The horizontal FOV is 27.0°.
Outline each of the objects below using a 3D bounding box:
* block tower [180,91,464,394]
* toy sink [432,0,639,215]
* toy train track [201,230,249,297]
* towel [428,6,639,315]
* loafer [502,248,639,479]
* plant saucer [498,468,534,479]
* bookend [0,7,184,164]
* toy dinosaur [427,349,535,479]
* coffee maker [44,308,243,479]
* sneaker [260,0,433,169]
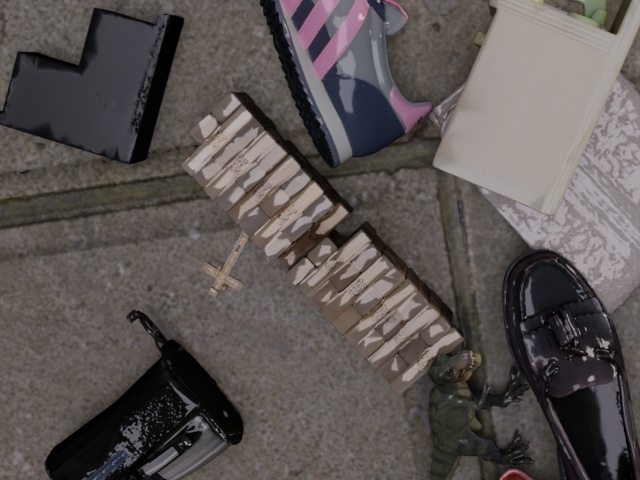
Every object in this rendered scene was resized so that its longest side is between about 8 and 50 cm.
[{"bbox_3d":[0.000,0.000,1.361,0.091,0.097,0.335,-43,90,10],"label":"block tower"},{"bbox_3d":[0.202,-0.158,1.243,0.131,0.153,0.234,24,99,4],"label":"toy sink"},{"bbox_3d":[-0.096,0.024,1.412,0.048,0.014,0.083,29,99,1],"label":"toy train track"},{"bbox_3d":[0.261,-0.079,1.346,0.187,0.049,0.282,-42,93,10],"label":"towel"},{"bbox_3d":[0.264,0.154,1.308,0.109,0.095,0.302,-19,97,-4],"label":"loafer"},{"bbox_3d":[0.226,0.401,1.412,0.259,0.048,0.258,35,100,-4],"label":"plant saucer"},{"bbox_3d":[-0.240,-0.175,1.368,0.157,0.072,0.156,16,98,4],"label":"bookend"},{"bbox_3d":[0.159,0.196,1.376,0.118,0.064,0.268,-12,127,-17],"label":"toy dinosaur"},{"bbox_3d":[-0.197,0.197,1.408,0.178,0.120,0.171,-39,70,8],"label":"coffee maker"},{"bbox_3d":[0.011,-0.240,1.327,0.131,0.112,0.319,-21,103,-8],"label":"sneaker"}]
